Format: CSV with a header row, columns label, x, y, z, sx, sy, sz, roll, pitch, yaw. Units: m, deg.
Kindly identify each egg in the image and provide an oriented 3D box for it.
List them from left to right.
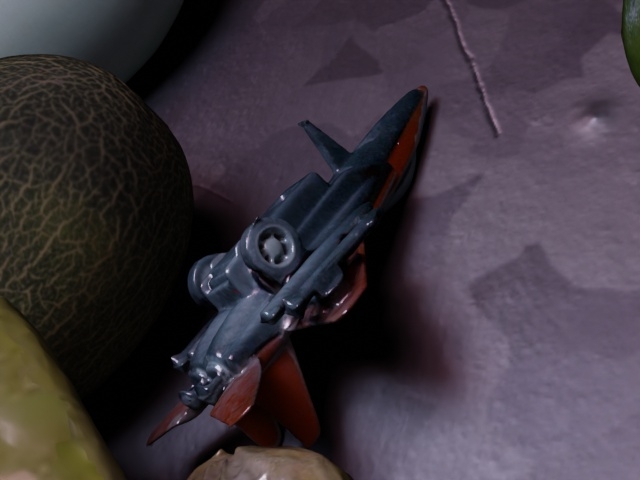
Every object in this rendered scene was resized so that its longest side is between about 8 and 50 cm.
label,x,y,z,sx,sy,sz,roll,pitch,yaw
egg,-0.277,-0.233,0.931,0.371,0.230,0.230,-47,43,-1

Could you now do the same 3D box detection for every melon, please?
label,x,y,z,sx,sy,sz,roll,pitch,yaw
melon,-0.232,0.011,0.692,0.237,0.237,0.302,27,76,45

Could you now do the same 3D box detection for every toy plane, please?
label,x,y,z,sx,sy,sz,roll,pitch,yaw
toy plane,-0.006,-0.004,0.641,0.223,0.104,0.326,-29,31,56

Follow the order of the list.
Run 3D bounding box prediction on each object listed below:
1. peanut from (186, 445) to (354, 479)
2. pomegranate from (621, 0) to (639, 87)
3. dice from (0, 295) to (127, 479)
label,x,y,z,sx,sy,sz,roll,pitch,yaw
peanut,0.002,0.177,0.496,0.099,0.090,0.214,-53,45,-4
pomegranate,0.257,-0.147,0.535,0.181,0.182,0.224,-19,27,22
dice,-0.205,0.184,0.482,0.233,0.227,0.238,-29,58,-21
